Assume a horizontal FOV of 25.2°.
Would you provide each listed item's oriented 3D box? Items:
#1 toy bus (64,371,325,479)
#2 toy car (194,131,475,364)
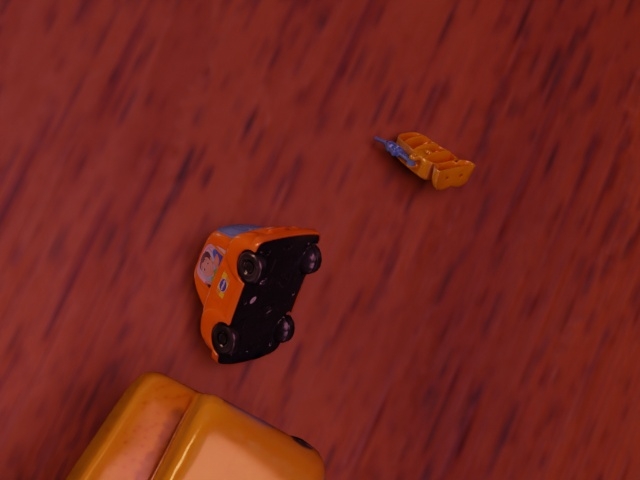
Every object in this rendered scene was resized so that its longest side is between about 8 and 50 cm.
[{"bbox_3d":[-0.126,0.190,0.447,0.130,0.108,0.333,29,78,-9],"label":"toy bus"},{"bbox_3d":[0.000,0.000,0.550,0.122,0.060,0.040,-26,50,-34],"label":"toy car"}]
